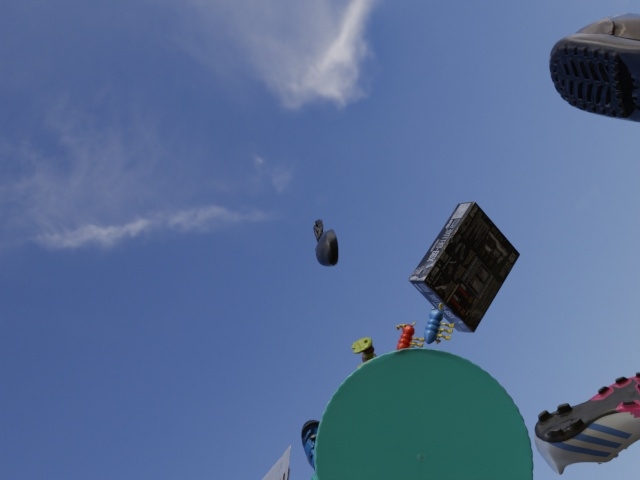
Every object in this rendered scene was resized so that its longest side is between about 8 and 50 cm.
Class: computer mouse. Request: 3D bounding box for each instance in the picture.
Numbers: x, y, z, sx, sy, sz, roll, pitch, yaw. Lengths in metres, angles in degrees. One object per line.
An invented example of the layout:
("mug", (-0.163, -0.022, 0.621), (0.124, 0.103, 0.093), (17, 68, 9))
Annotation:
("computer mouse", (0.000, 0.000, 1.422), (0.041, 0.242, 0.071), (-1, -76, -8))

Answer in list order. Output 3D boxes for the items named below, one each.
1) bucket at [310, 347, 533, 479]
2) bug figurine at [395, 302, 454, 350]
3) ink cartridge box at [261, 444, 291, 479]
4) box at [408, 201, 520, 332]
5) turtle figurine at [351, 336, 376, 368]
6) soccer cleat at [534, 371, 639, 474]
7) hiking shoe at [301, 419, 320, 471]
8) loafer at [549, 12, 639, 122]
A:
("bucket", (0.119, 0.262, 0.802), (0.281, 0.281, 0.183), (-64, -12, -12))
("bug figurine", (0.238, 0.279, 1.666), (0.072, 0.279, 0.216), (22, -113, -6))
("ink cartridge box", (-0.089, 0.588, 1.463), (0.066, 0.232, 0.189), (19, -134, -15))
("box", (0.430, 0.077, 1.944), (0.242, 0.076, 0.307), (44, -112, -21))
("turtle figurine", (0.143, 0.366, 1.712), (0.217, 0.087, 0.270), (71, -166, -46))
("soccer cleat", (0.603, 0.378, 1.358), (0.331, 0.116, 0.143), (-20, -68, 6))
("hiking shoe", (0.037, 0.610, 1.761), (0.113, 0.304, 0.132), (-29, -26, -6))
("loafer", (0.430, -0.184, 0.699), (0.130, 0.365, 0.134), (-44, -40, -17))
